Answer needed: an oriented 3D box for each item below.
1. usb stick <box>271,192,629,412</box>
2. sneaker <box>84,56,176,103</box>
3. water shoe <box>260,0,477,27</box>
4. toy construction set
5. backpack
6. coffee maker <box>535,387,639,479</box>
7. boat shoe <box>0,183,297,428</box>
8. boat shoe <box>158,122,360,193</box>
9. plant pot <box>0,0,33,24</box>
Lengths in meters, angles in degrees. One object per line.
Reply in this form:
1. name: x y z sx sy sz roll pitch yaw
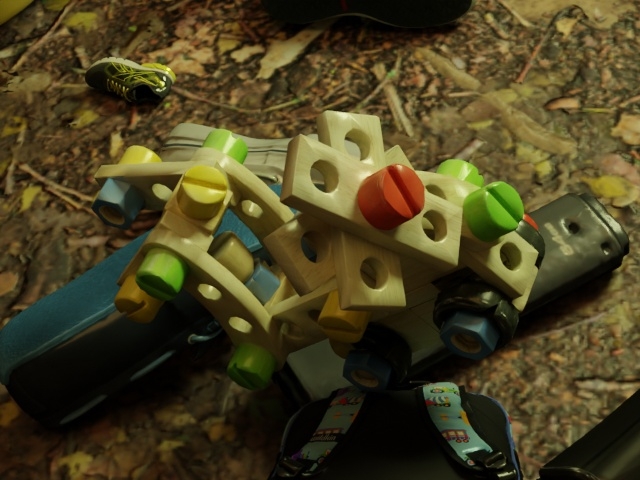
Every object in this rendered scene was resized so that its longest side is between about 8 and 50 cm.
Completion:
1. usb stick: 0.093 0.047 0.980 0.278 0.045 0.077 -26 48 -14
2. sneaker: -0.172 -0.141 1.211 0.083 0.031 0.035 2 49 12
3. water shoe: 0.045 -0.243 1.237 0.203 0.073 0.080 4 44 13
4. toy construction set: 0.000 0.000 0.807 0.151 0.215 0.327 -58 19 -19
5. backpack: 0.048 0.156 0.841 0.158 0.117 0.173 -3 16 6
6. coffee maker: 0.226 0.119 0.805 0.178 0.171 0.120 -38 69 -21
7. boat shoe: -0.111 0.045 0.996 0.258 0.089 0.109 -26 31 -4
8. boat shoe: -0.037 -0.034 1.068 0.226 0.083 0.076 9 60 34
9. plant pot: -0.388 -0.347 1.270 0.254 0.239 0.254 -10 54 14
